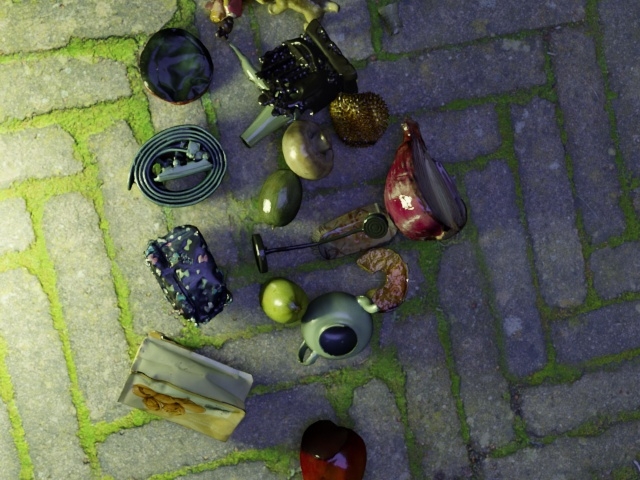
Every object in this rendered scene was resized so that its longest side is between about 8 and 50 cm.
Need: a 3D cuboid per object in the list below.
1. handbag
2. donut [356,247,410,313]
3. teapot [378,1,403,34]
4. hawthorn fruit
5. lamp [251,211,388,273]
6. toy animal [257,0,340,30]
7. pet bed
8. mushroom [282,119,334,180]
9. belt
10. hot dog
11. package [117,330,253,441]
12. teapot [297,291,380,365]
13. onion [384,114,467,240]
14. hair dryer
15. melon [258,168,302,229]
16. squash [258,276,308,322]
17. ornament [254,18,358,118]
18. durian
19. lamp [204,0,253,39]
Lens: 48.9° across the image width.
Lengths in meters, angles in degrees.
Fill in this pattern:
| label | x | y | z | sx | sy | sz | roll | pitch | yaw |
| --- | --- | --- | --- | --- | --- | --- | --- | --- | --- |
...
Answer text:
| label | x | y | z | sx | sy | sz | roll | pitch | yaw |
| --- | --- | --- | --- | --- | --- | --- | --- | --- | --- |
| handbag | -0.344 | 0.090 | 1.832 | 0.162 | 0.113 | 0.260 | -32 | 95 | -14 |
| donut | 0.172 | 0.108 | 1.941 | 0.146 | 0.078 | 0.181 | -10 | 89 | -11 |
| teapot | 0.200 | -0.610 | 1.937 | 0.067 | 0.057 | 0.083 | -29 | 103 | -37 |
| hawthorn fruit | 0.035 | 0.609 | 1.876 | 0.189 | 0.189 | 0.251 | -2 | 96 | -10 |
| lamp | -0.007 | 0.016 | 1.831 | 0.371 | 0.108 | 0.130 | -4 | 113 | 9 |
| toy animal | -0.077 | -0.639 | 1.834 | 0.233 | 0.169 | 0.121 | 20 | 88 | -23 |
| pet bed | -0.376 | -0.452 | 1.840 | 0.201 | 0.053 | 0.201 | 0 | 91 | -9 |
| mushroom | -0.026 | -0.239 | 1.852 | 0.127 | 0.166 | 0.166 | -17 | 95 | 24 |
| belt | -0.373 | -0.185 | 1.816 | 0.267 | 0.116 | 0.206 | -28 | 100 | -10 |
| hot dog | 0.094 | -0.019 | 1.928 | 0.253 | 0.069 | 0.131 | -20 | 104 | -6 |
| package | -0.343 | 0.375 | 1.839 | 0.311 | 0.221 | 0.165 | 23 | 48 | -8 |
| teapot | 0.044 | 0.232 | 1.862 | 0.193 | 0.129 | 0.294 | 40 | 111 | -20 |
| onion | 0.247 | -0.146 | 1.891 | 0.159 | 0.267 | 0.348 | -28 | 71 | 28 |
| hair dryer | -0.181 | -0.369 | 1.864 | 0.267 | 0.092 | 0.229 | 29 | 80 | 0 |
| melon | -0.106 | -0.107 | 1.866 | 0.114 | 0.114 | 0.167 | 13 | 91 | -10 |
| squash | -0.091 | 0.164 | 1.844 | 0.123 | 0.187 | 0.123 | -2 | 96 | -15 |
| ornament | -0.061 | -0.423 | 1.807 | 0.260 | 0.106 | 0.251 | -27 | 67 | -13 |
| durian | 0.109 | -0.328 | 1.889 | 0.158 | 0.137 | 0.168 | -18 | 86 | 12 |
| lamp | -0.230 | -0.643 | 1.834 | 0.118 | 0.118 | 0.253 | 22 | 91 | -10 |
